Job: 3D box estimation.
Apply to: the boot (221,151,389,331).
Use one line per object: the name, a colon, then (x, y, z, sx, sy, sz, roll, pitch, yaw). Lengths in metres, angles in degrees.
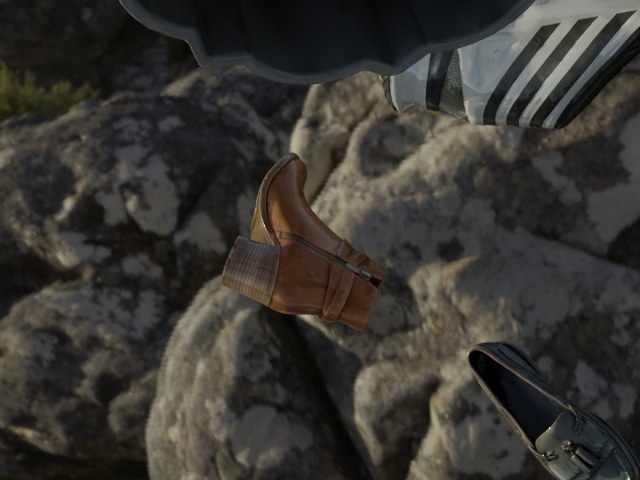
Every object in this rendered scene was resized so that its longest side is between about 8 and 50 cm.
boot: (0.000, 0.000, 1.535, 0.220, 0.109, 0.283, 19, 41, 2)

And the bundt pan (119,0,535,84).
bundt pan: (0.025, -0.239, 0.535, 0.330, 0.331, 0.124, -22, 59, 0)

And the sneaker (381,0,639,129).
sneaker: (0.232, -0.318, 0.997, 0.257, 0.169, 0.448, 14, 95, 14)

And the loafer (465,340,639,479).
loafer: (0.276, 0.225, 1.293, 0.267, 0.084, 0.096, 45, 105, 33)

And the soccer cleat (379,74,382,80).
soccer cleat: (0.156, -0.391, 2.226, 0.072, 0.179, 0.060, 1, 21, 45)
